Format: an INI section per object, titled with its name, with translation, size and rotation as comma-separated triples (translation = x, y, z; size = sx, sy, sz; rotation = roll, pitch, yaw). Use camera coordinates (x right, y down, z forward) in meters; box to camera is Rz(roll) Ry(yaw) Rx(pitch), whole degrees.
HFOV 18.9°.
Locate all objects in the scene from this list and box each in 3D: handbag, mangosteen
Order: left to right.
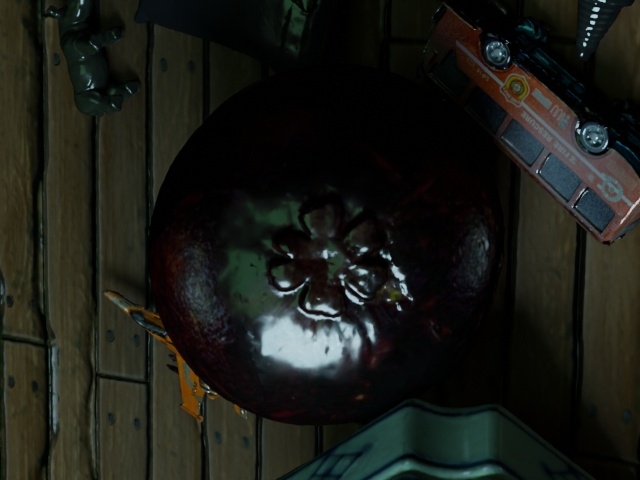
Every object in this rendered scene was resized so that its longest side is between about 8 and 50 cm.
[handbag]
translation = -0.047, -0.271, 1.645
size = 0.211, 0.089, 0.254
rotation = 26, 108, 27
[mangosteen]
translation = 0.006, 0.007, 1.569
size = 0.297, 0.293, 0.297
rotation = -1, 76, 5

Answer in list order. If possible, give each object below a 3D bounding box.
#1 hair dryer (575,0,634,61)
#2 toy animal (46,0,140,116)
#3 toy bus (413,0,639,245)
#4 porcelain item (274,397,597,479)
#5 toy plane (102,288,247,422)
[hair dryer]
translation = 0.233, -0.305, 1.469
size = 0.189, 0.107, 0.352
rotation = 30, 119, 26
[toy animal]
translation = -0.216, -0.182, 1.786
size = 0.065, 0.047, 0.135
rotation = -8, 101, 40
[toy bus]
translation = 0.178, -0.104, 1.551
size = 0.235, 0.073, 0.096
rotation = 43, 124, 16
[porcelain item]
translation = 0.100, 0.284, 1.551
size = 0.281, 0.157, 0.286
rotation = -33, 122, 30
[toy plane]
translation = -0.125, 0.088, 1.783
size = 0.188, 0.062, 0.135
rotation = 34, 116, 37
